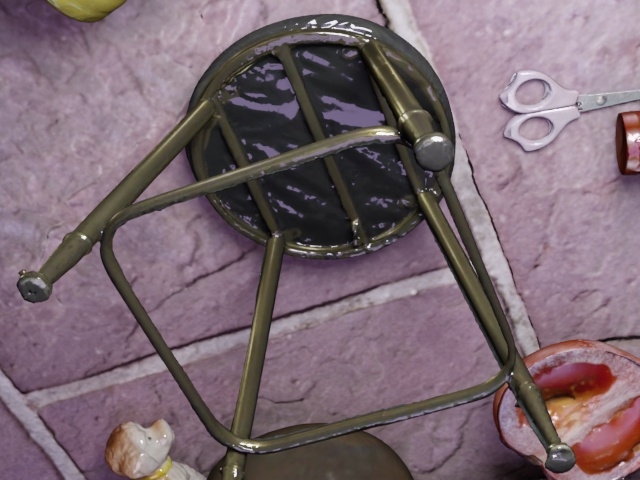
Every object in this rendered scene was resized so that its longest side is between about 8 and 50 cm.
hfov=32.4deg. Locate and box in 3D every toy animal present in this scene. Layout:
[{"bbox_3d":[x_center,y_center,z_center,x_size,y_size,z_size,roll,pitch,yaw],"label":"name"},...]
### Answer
[{"bbox_3d":[-0.254,0.334,1.499,0.184,0.104,0.185,-24,124,19],"label":"toy animal"}]

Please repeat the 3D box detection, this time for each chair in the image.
[{"bbox_3d":[0.000,0.000,1.075,0.362,0.410,0.364,-18,122,14],"label":"chair"}]

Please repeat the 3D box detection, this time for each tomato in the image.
[{"bbox_3d":[0.325,0.197,1.382,0.199,0.112,0.228,-40,114,16],"label":"tomato"}]

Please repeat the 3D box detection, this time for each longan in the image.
[{"bbox_3d":[-0.015,0.374,1.429,0.300,0.243,0.300,4,109,13],"label":"longan"}]

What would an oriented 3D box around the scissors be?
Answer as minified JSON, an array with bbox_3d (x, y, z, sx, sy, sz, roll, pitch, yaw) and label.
[{"bbox_3d":[0.292,-0.152,1.205,0.189,0.015,0.100,-9,125,5],"label":"scissors"}]

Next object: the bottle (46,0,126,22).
[{"bbox_3d":[-0.124,-0.360,0.985,0.351,0.171,0.171,-32,118,18],"label":"bottle"}]

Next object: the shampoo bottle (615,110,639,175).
[{"bbox_3d":[0.482,-0.116,1.184,0.314,0.076,0.118,-5,132,5],"label":"shampoo bottle"}]

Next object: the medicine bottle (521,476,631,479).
[{"bbox_3d":[0.286,0.410,1.493,0.293,0.170,0.170,-6,124,8],"label":"medicine bottle"}]
